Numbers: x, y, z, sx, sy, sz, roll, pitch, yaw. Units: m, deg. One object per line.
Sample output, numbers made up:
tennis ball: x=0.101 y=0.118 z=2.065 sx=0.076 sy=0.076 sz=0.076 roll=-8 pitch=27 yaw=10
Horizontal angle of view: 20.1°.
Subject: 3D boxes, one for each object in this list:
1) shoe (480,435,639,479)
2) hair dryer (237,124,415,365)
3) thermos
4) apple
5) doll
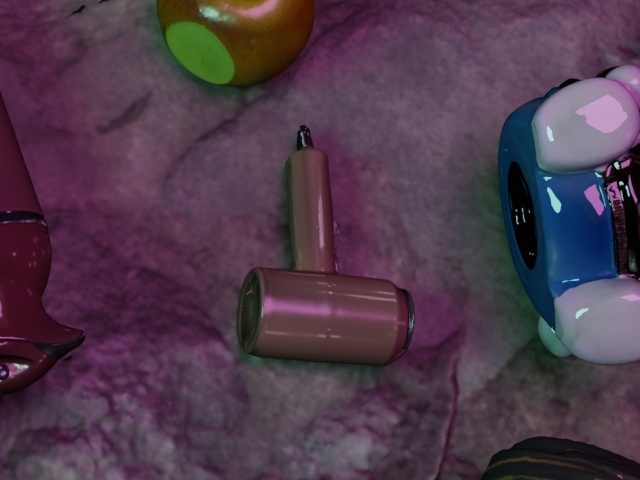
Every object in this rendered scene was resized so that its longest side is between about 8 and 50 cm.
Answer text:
shoe: x=0.232 y=0.312 z=1.174 sx=0.384 sy=0.171 sz=0.237 roll=35 pitch=69 yaw=-1
hair dryer: x=0.000 y=0.000 z=1.276 sx=0.117 sy=0.064 sz=0.181 roll=5 pitch=63 yaw=-18
thermos: x=-0.263 y=-0.052 z=1.173 sx=0.136 sy=0.109 sz=0.330 roll=-13 pitch=75 yaw=-31
apple: x=-0.059 y=-0.170 z=1.293 sx=0.114 sy=0.102 sz=0.099 roll=39 pitch=64 yaw=0
doll: x=0.291 y=-0.043 z=1.297 sx=0.310 sy=0.240 sz=0.284 roll=-10 pitch=114 yaw=-8
